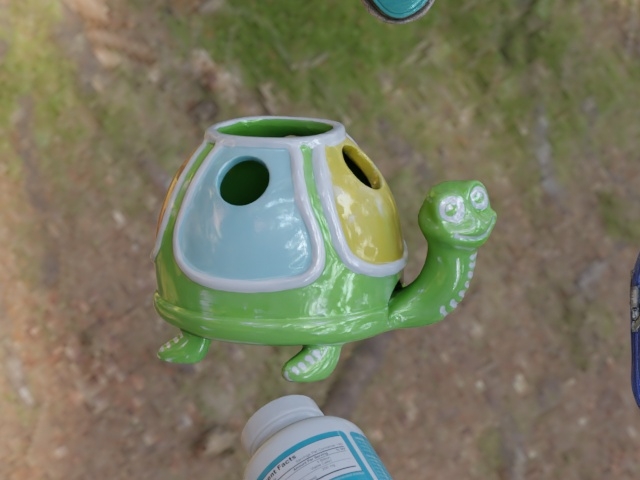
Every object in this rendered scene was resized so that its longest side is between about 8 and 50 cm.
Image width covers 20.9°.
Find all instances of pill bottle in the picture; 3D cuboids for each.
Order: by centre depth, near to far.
[{"bbox_3d":[0.013,0.282,1.786,0.146,0.146,0.264,22,26,-45],"label":"pill bottle"}]

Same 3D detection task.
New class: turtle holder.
[{"bbox_3d":[-0.017,0.003,1.708,0.243,0.320,0.227,-15,110,-44],"label":"turtle holder"}]

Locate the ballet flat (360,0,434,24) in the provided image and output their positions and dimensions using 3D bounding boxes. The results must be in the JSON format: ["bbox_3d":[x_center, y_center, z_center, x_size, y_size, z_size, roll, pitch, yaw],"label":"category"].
[{"bbox_3d":[0.011,-0.353,1.698,0.316,0.107,0.106,62,9,-14],"label":"ballet flat"}]

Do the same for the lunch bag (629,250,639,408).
[{"bbox_3d":[0.382,0.097,1.636,0.219,0.090,0.176,13,73,-40],"label":"lunch bag"}]
